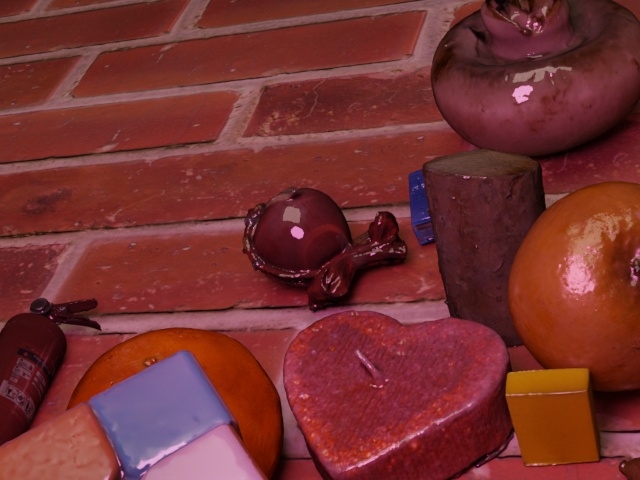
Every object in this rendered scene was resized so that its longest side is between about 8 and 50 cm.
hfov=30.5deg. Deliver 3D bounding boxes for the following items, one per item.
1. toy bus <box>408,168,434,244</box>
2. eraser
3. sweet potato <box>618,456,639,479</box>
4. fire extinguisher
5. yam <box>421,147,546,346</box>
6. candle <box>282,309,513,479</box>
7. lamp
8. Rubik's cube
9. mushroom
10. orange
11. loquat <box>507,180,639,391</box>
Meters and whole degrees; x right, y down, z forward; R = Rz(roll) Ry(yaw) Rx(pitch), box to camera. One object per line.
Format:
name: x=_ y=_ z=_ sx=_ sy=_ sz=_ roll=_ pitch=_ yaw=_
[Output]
toy bus: x=0.169 y=-0.056 z=1.875 sx=0.051 sy=0.061 sz=0.153 roll=-16 pitch=36 yaw=13
eraser: x=0.279 y=0.212 z=1.403 sx=0.097 sy=0.122 sz=0.045 roll=-6 pitch=35 yaw=17
sweet potato: x=0.494 y=0.268 z=1.267 sx=0.346 sy=0.079 sz=0.108 roll=0 pitch=26 yaw=19
fire extinguisher: x=-0.436 y=0.198 z=1.774 sx=0.147 sy=0.106 sz=0.337 roll=7 pitch=41 yaw=9
yam: x=0.236 y=-0.001 z=1.609 sx=0.161 sy=0.268 sz=0.161 roll=-11 pitch=25 yaw=5
candle: x=0.075 y=0.208 z=1.502 sx=0.317 sy=0.131 sz=0.287 roll=5 pitch=44 yaw=32
lamp: x=-0.003 y=0.002 z=1.819 sx=0.215 sy=0.151 sz=0.223 roll=-39 pitch=82 yaw=-18
Rubik's cube: x=-0.170 y=0.383 z=1.128 sx=0.346 sy=0.347 sz=0.344 roll=-28 pitch=48 yaw=-13
mushroom: x=0.354 y=-0.308 z=1.928 sx=0.362 sy=0.294 sz=0.362 roll=-13 pitch=33 yaw=9
orange: x=-0.186 y=0.239 z=1.495 sx=0.284 sy=0.226 sz=0.284 roll=-9 pitch=39 yaw=7
loquat: x=0.363 y=0.060 z=1.456 sx=0.263 sy=0.263 sz=0.263 roll=-12 pitch=35 yaw=9
